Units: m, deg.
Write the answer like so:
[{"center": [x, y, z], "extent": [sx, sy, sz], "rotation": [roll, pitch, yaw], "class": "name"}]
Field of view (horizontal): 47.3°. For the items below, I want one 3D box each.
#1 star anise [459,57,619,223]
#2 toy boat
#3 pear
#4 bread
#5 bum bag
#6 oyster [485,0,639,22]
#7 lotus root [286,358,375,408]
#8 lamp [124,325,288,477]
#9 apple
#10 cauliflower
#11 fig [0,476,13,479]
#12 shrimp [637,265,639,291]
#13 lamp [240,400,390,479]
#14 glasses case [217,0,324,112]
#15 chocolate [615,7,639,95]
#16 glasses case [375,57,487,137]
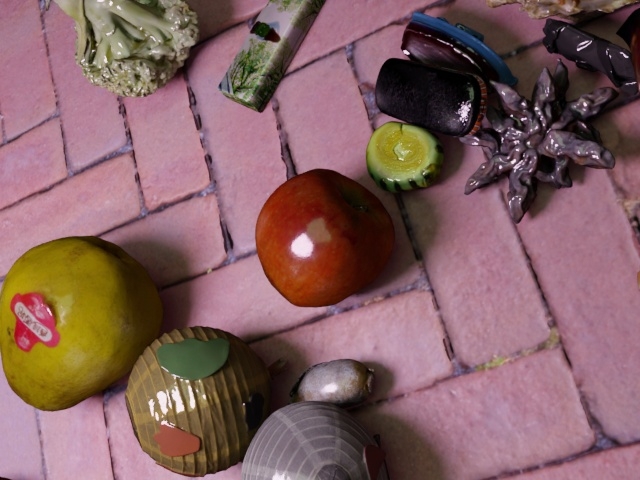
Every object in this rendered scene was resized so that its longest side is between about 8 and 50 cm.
[{"center": [0.342, -0.163, 1.166], "extent": [0.283, 0.129, 0.212], "rotation": [-32, 80, 21], "class": "star anise"}, {"center": [0.243, -0.322, 1.268], "extent": [0.223, 0.100, 0.097], "rotation": [37, 56, 21], "class": "toy boat"}, {"center": [-0.451, 0.160, 1.331], "extent": [0.287, 0.287, 0.375], "rotation": [36, 111, 27], "class": "pear"}, {"center": [0.146, -0.143, 1.262], "extent": [0.139, 0.071, 0.130], "rotation": [-3, 72, 24], "class": "bread"}, {"center": [0.424, -0.294, 1.160], "extent": [0.049, 0.087, 0.198], "rotation": [-43, 53, -6], "class": "bum bag"}, {"center": [0.461, -0.444, 1.201], "extent": [0.361, 0.096, 0.221], "rotation": [-30, 71, 13], "class": "oyster"}, {"center": [0.015, 0.242, 1.207], "extent": [0.165, 0.088, 0.088], "rotation": [-20, 69, 25], "class": "lotus root"}, {"center": [-0.178, 0.257, 1.216], "extent": [0.284, 0.250, 0.250], "rotation": [-16, 64, -24], "class": "lamp"}, {"center": [0.000, 0.000, 1.213], "extent": [0.230, 0.230, 0.230], "rotation": [-6, 74, 21], "class": "apple"}, {"center": [-0.388, -0.441, 1.462], "extent": [0.327, 0.281, 0.260], "rotation": [4, 50, 20], "class": "cauliflower"}, {"center": [-0.621, 0.568, 1.349], "extent": [0.186, 0.204, 0.249], "rotation": [24, 124, 57], "class": "fig"}, {"center": [0.549, 0.029, 1.062], "extent": [0.184, 0.043, 0.091], "rotation": [-31, 63, 13], "class": "shrimp"}, {"center": [-0.005, 0.377, 1.096], "extent": [0.233, 0.233, 0.265], "rotation": [1, 73, 23], "class": "lamp"}, {"center": [-0.096, -0.393, 1.437], "extent": [0.095, 0.062, 0.272], "rotation": [28, 87, 26], "class": "glasses case"}, {"center": [0.614, -0.173, 0.950], "extent": [0.384, 0.384, 0.331], "rotation": [-11, 89, 20], "class": "chocolate"}, {"center": [0.178, -0.242, 1.223], "extent": [0.267, 0.067, 0.103], "rotation": [35, 122, 53], "class": "glasses case"}]
